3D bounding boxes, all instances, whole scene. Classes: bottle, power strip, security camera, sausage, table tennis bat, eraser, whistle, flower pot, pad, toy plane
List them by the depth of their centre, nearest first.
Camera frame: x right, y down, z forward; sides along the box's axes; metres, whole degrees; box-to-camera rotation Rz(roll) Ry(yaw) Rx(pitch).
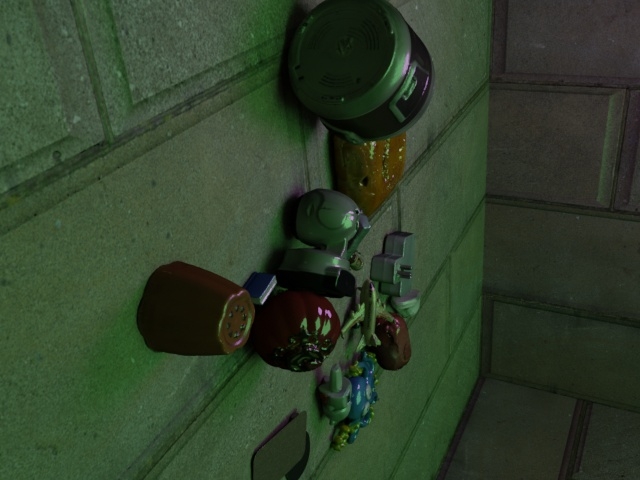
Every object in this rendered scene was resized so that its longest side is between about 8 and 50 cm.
[{"bbox_3d":[-0.235,0.144,1.333,0.191,0.173,0.190,-26,120,-59],"label":"flower pot"},{"bbox_3d":[-0.151,0.115,1.621,0.084,0.063,0.027,-57,144,-41],"label":"eraser"},{"bbox_3d":[0.000,0.000,1.753,0.197,0.191,0.277,32,68,-67],"label":"security camera"},{"bbox_3d":[-0.113,0.610,1.915,0.266,0.002,0.176,-28,126,-54],"label":"pad"},{"bbox_3d":[-0.069,0.619,2.021,0.138,0.022,0.246,-44,138,-51],"label":"table tennis bat"},{"bbox_3d":[0.048,0.487,2.124,0.101,0.106,0.253,-98,-175,-51],"label":"whistle"},{"bbox_3d":[0.101,0.063,2.148,0.101,0.047,0.063,43,51,-59],"label":"bottle"},{"bbox_3d":[0.157,0.248,2.261,0.229,0.092,0.244,-9,99,-35],"label":"toy plane"},{"bbox_3d":[0.253,0.368,2.451,0.152,0.152,0.279,-62,150,-34],"label":"sausage"},{"bbox_3d":[0.293,0.094,2.461,0.261,0.141,0.229,-16,112,-65],"label":"power strip"}]

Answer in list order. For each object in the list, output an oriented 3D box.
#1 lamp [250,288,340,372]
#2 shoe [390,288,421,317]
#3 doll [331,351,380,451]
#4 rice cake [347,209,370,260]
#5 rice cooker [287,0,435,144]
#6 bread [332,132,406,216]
[{"bbox_3d":[-0.060,0.227,1.671,0.227,0.227,0.226,-33,128,-57],"label":"lamp"},{"bbox_3d":[0.342,0.262,2.669,0.265,0.095,0.110,-15,112,-65],"label":"shoe"},{"bbox_3d":[0.147,0.562,2.357,0.341,0.099,0.345,20,84,-64],"label":"doll"},{"bbox_3d":[0.073,0.003,1.923,0.290,0.051,0.081,122,-38,-60],"label":"rice cake"},{"bbox_3d":[0.112,-0.416,1.690,0.325,0.336,0.334,16,84,-65],"label":"rice cooker"},{"bbox_3d":[0.166,-0.245,2.058,0.337,0.148,0.327,-46,138,-49],"label":"bread"}]
